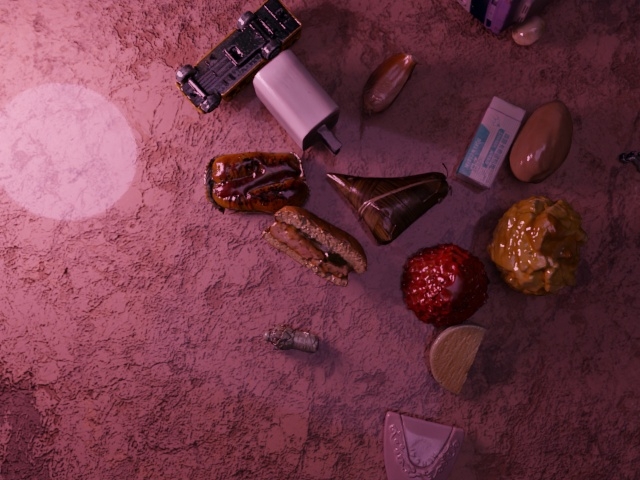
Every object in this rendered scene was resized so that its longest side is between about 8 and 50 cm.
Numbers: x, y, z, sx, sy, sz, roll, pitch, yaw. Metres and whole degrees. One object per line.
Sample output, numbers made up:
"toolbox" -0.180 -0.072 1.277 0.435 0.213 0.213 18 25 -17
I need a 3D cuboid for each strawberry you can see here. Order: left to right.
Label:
"strawberry" 0.323 0.121 1.380 0.233 0.178 0.234 0 94 1

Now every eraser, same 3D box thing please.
"eraser" 0.244 0.571 1.408 0.204 0.059 0.244 12 83 -1
"eraser" 0.439 -0.249 1.459 0.095 0.052 0.225 26 88 2

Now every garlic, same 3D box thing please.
"garlic" 0.160 -0.381 1.420 0.090 0.128 0.198 43 84 -15

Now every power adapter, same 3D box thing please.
"power adapter" -0.038 -0.314 1.383 0.124 0.187 0.255 -39 89 -2

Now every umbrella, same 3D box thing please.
"umbrella" -0.074 0.250 1.422 0.143 0.062 0.067 7 118 -2

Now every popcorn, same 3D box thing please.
"popcorn" 0.536 0.016 1.369 0.225 0.249 0.250 17 87 -18

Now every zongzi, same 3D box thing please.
"zongzi" 0.180 -0.150 1.426 0.247 0.111 0.241 -37 82 -8

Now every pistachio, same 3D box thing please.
"pistachio" 0.564 -0.247 1.431 0.135 0.136 0.226 25 81 0

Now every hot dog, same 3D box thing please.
"hot dog" -0.160 -0.149 1.425 0.270 0.082 0.163 -2 86 -1

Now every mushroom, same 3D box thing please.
"mushroom" 0.543 -0.545 1.468 0.067 0.083 0.084 36 86 -42

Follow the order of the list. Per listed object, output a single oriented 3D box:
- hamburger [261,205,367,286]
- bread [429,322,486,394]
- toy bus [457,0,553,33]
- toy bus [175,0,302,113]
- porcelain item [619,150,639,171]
"hamburger" 0.000 0.000 1.398 0.262 0.131 0.124 34 121 -5
"bread" 0.332 0.287 1.428 0.112 0.036 0.193 18 98 -3
"toy bus" 0.546 -0.726 1.393 0.439 0.209 0.249 -35 79 -2
"toy bus" -0.203 -0.457 1.417 0.335 0.123 0.121 -43 90 -3
"porcelain item" 0.861 -0.214 1.483 0.136 0.021 0.075 28 87 0
